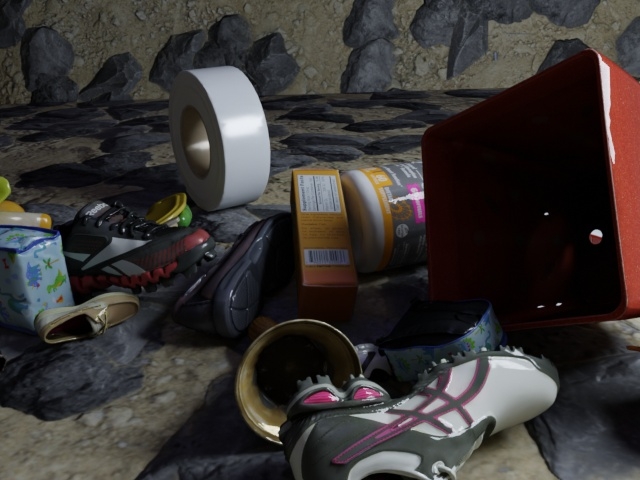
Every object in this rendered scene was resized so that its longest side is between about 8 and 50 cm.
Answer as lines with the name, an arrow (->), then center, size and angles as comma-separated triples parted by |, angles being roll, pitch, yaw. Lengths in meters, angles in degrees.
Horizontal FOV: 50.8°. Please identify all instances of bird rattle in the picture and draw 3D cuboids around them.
bird rattle -> -0.608, -0.026, 1.217 | 0.206, 0.143, 0.253 | 6, -13, -41

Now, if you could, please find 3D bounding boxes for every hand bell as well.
hand bell -> -0.049, 0.121, 0.757 | 0.126, 0.126, 0.242 | -8, 9, -13

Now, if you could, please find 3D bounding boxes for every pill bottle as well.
pill bottle -> 0.169, -0.049, 1.065 | 0.278, 0.162, 0.162 | -11, 22, -20

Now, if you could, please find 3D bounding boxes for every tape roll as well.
tape roll -> -0.211, -0.204, 1.364 | 0.100, 0.286, 0.286 | -16, 24, -30

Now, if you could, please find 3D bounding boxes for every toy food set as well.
toy food set -> -0.278, -0.012, 1.179 | 0.128, 0.071, 0.218 | -28, 20, 1

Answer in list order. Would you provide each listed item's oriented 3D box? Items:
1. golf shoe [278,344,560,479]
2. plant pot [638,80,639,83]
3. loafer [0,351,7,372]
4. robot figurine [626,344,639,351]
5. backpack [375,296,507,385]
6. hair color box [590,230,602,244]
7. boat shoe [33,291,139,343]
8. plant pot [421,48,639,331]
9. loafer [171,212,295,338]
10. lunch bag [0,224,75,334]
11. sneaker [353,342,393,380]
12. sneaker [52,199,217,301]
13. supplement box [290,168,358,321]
golf shoe -> 0.102, 0.176, 0.601 | 0.272, 0.105, 0.120 | -9, 43, -14
plant pot -> 0.635, -0.119, 1.104 | 0.275, 0.276, 0.254 | -1, 32, 5
loafer -> -0.382, 0.177, 0.682 | 0.078, 0.080, 0.220 | 31, 20, -4
robot figurine -> 0.417, 0.117, 0.635 | 0.219, 0.128, 0.158 | -1, 58, 4
backpack -> 0.136, 0.111, 0.714 | 0.114, 0.084, 0.105 | -16, 18, 45
hair color box -> 0.466, 0.014, 1.013 | 0.093, 0.054, 0.167 | -12, 21, -27
boat shoe -> -0.301, 0.106, 0.884 | 0.135, 0.050, 0.045 | -16, 35, -24
plant pot -> 0.299, -0.024, 0.792 | 0.235, 0.268, 0.267 | 7, -14, -30
loafer -> -0.110, 0.036, 0.963 | 0.095, 0.109, 0.302 | -1, 23, 18
lunch bag -> -0.430, 0.048, 0.931 | 0.151, 0.129, 0.096 | 9, 23, 27
sneaker -> 0.079, 0.138, 0.764 | 0.109, 0.040, 0.044 | -7, 49, -26
sneaker -> -0.274, 0.004, 0.947 | 0.276, 0.135, 0.097 | -8, 15, 27
supplement box -> 0.000, 0.000, 0.945 | 0.080, 0.078, 0.234 | 2, 44, -6
